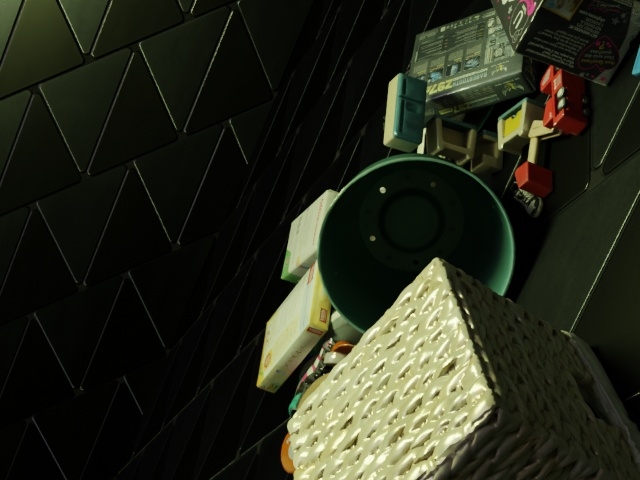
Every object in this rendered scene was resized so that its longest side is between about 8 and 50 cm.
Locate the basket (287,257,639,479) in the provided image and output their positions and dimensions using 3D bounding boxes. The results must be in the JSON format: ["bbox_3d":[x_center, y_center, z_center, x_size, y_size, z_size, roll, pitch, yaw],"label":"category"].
[{"bbox_3d":[0.165,0.254,1.238,0.331,0.266,0.328,-48,23,19],"label":"basket"}]

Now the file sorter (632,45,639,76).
[{"bbox_3d":[0.466,-0.267,1.266,0.118,0.104,0.170,-6,65,71],"label":"file sorter"}]

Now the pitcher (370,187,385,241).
[{"bbox_3d":[0.150,-0.058,2.019,0.178,0.125,0.207,-42,17,27],"label":"pitcher"}]

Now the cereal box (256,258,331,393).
[{"bbox_3d":[-0.047,0.168,2.092,0.240,0.047,0.173,-52,21,42],"label":"cereal box"}]

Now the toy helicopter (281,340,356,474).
[{"bbox_3d":[0.074,0.246,1.789,0.355,0.140,0.235,-41,41,37],"label":"toy helicopter"}]

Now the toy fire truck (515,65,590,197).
[{"bbox_3d":[0.350,-0.175,1.622,0.135,0.047,0.192,127,157,-47],"label":"toy fire truck"}]

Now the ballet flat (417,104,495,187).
[{"bbox_3d":[0.239,-0.201,1.913,0.095,0.096,0.281,-122,55,-72],"label":"ballet flat"}]

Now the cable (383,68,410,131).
[{"bbox_3d":[0.193,-0.308,2.293,0.151,0.047,0.184,-68,13,-14],"label":"cable"}]

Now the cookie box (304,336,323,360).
[{"bbox_3d":[-0.014,0.206,2.215,0.092,0.107,0.040,-70,17,-2],"label":"cookie box"}]

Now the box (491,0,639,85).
[{"bbox_3d":[0.365,-0.361,1.594,0.247,0.163,0.142,-94,25,-54],"label":"box"}]

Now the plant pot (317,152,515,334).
[{"bbox_3d":[0.148,-0.006,1.686,0.235,0.293,0.293,-74,9,-76],"label":"plant pot"}]

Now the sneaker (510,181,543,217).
[{"bbox_3d":[0.312,-0.063,1.629,0.032,0.037,0.083,-61,20,20],"label":"sneaker"}]

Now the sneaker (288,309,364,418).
[{"bbox_3d":[0.022,0.262,2.002,0.178,0.123,0.296,-81,13,-47],"label":"sneaker"}]

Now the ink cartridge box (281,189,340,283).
[{"bbox_3d":[0.000,0.000,2.439,0.212,0.093,0.154,136,149,-59],"label":"ink cartridge box"}]

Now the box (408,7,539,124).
[{"bbox_3d":[0.263,-0.308,1.844,0.232,0.059,0.183,-15,47,34],"label":"box"}]

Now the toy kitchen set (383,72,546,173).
[{"bbox_3d":[0.234,-0.212,1.733,0.166,0.207,0.122,142,138,-59],"label":"toy kitchen set"}]
